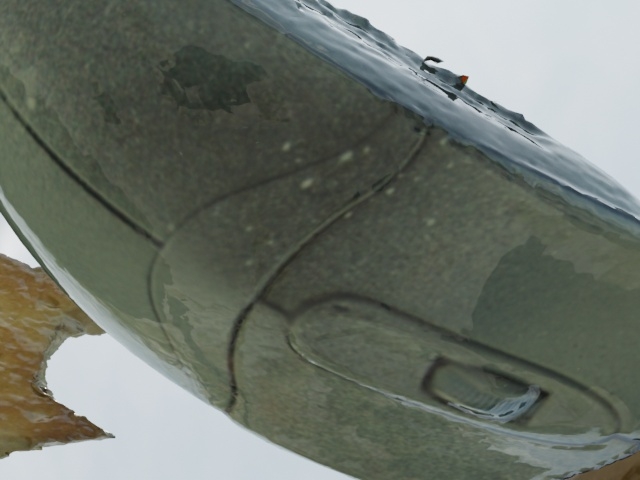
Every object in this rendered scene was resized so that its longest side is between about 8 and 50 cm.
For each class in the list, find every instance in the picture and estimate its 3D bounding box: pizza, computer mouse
[{"bbox_3d":[-0.221,0.052,0.951,0.034,0.262,0.181,113,-26,-56],"label":"pizza"},{"bbox_3d":[-0.003,0.002,0.464,0.229,0.068,0.113,32,-54,-3],"label":"computer mouse"}]

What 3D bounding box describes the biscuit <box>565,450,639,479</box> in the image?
[{"bbox_3d":[0.148,0.151,0.705,0.320,0.047,0.183,0,-113,46],"label":"biscuit"}]
